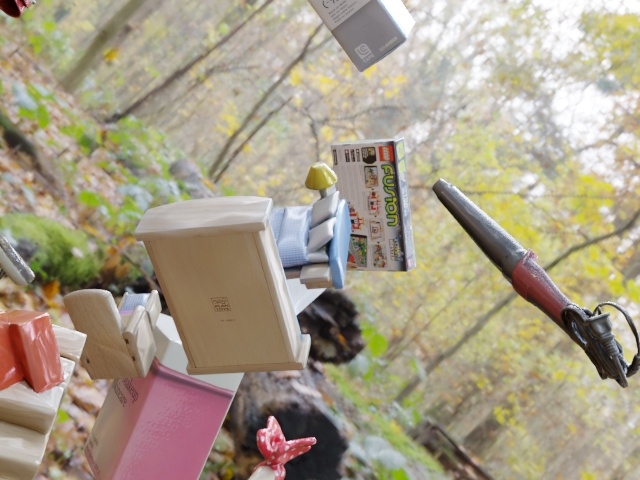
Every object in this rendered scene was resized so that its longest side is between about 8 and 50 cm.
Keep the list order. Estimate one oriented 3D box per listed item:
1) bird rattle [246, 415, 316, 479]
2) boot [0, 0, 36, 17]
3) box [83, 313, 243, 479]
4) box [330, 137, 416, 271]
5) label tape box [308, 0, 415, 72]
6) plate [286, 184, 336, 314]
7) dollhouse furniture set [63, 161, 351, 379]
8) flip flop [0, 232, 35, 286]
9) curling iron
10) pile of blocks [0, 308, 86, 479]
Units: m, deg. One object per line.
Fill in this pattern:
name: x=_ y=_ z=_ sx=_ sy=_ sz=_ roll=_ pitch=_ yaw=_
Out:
bird rattle: x=-0.098 y=0.439 z=1.451 sx=0.143 sy=0.207 sz=0.253 roll=32 pitch=-51 yaw=8
boot: x=-0.356 y=-0.362 z=1.152 sx=0.088 sy=0.176 sz=0.244 roll=-2 pitch=-11 yaw=36
box: x=-0.222 y=0.236 z=1.209 sx=0.127 sy=0.232 sz=0.148 roll=22 pitch=2 yaw=-29
box: x=0.084 y=-0.054 z=1.348 sx=0.114 sy=0.207 sz=0.036 roll=1 pitch=14 yaw=30
label tape box: x=0.027 y=-0.493 z=1.566 sx=0.348 sy=0.115 sz=0.249 roll=51 pitch=20 yaw=-10
plate: x=0.000 y=0.000 z=1.907 sx=0.045 sy=0.278 sz=0.277 roll=33 pitch=-29 yaw=31
dollhouse furniture set: x=-0.128 y=-0.015 z=1.019 sx=0.303 sy=0.286 sz=0.198 roll=-77 pitch=159 yaw=-54
flip flop: x=-0.520 y=0.031 z=1.328 sx=0.277 sy=0.080 sz=0.112 roll=17 pitch=-32 yaw=55
curling iron: x=0.173 y=0.020 z=0.713 sx=0.274 sy=0.035 sz=0.068 roll=54 pitch=-15 yaw=49
pile of blocks: x=-0.288 y=0.011 z=0.477 sx=0.362 sy=0.112 sz=0.149 roll=35 pitch=38 yaw=5
